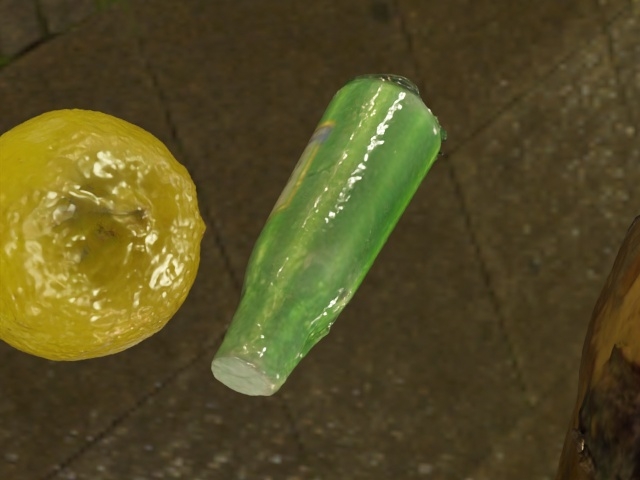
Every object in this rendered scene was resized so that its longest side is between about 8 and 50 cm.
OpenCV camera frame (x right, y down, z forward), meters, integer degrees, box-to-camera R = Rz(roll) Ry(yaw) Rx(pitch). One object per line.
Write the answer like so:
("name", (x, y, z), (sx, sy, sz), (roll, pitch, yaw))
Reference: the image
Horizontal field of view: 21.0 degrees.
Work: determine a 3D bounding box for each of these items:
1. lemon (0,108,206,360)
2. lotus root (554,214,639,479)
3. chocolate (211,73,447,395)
("lemon", (-0.168, -0.001, 1.194), (0.181, 0.193, 0.180), (-14, 113, -36))
("lotus root", (0.201, 0.086, 0.607), (0.192, 0.272, 0.272), (-23, 109, -69))
("chocolate", (0.000, 0.000, 1.377), (0.110, 0.110, 0.291), (55, 49, -32))
